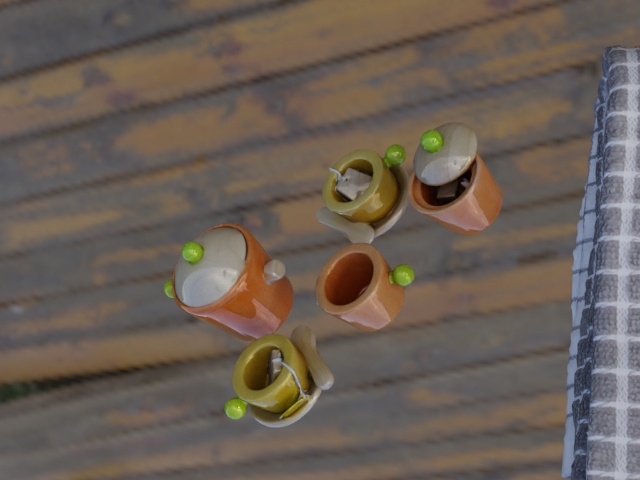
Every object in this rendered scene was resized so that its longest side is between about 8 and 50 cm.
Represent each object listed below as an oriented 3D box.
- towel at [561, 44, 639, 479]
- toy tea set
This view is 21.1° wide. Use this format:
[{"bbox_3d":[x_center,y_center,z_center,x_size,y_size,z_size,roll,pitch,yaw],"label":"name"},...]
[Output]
[{"bbox_3d":[0.248,0.039,0.883,0.235,0.283,0.121,5,156,3],"label":"towel"},{"bbox_3d":[0.000,0.000,1.558,0.336,0.200,0.124,-44,132,6],"label":"toy tea set"}]
